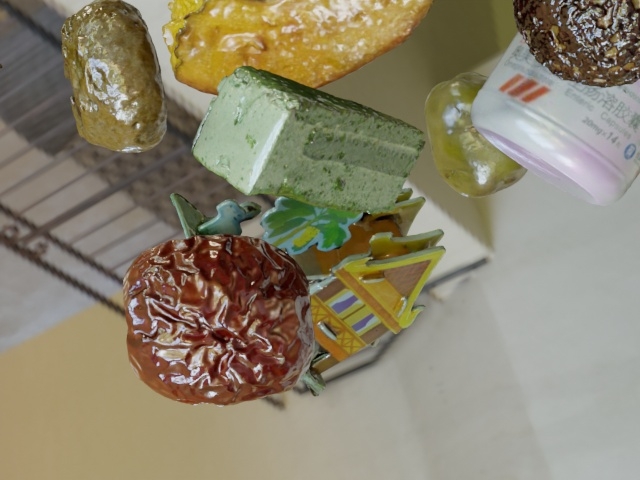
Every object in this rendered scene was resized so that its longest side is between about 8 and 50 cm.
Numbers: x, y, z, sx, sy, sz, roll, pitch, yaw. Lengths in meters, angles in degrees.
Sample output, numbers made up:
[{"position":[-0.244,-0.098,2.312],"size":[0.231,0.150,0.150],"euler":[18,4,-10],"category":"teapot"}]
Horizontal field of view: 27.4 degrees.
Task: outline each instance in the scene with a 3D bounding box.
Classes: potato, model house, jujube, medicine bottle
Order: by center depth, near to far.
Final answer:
[{"position":[-0.124,0.095,1.615],"size":[0.213,0.232,0.213],"euler":[178,90,-84],"category":"jujube"},{"position":[0.394,-0.240,1.858],"size":[0.256,0.325,0.256],"euler":[34,-178,-1],"category":"medicine bottle"},{"position":[0.000,0.000,1.919],"size":[0.357,0.313,0.242],"euler":[45,-167,-45],"category":"model house"},{"position":[0.252,-0.171,2.107],"size":[0.200,0.154,0.137],"euler":[70,168,-16],"category":"potato"}]

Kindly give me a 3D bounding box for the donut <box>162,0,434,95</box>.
[{"position":[-0.032,-0.384,1.664],"size":[0.435,0.378,0.163],"euler":[99,173,-48],"category":"donut"}]

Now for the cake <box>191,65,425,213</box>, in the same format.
[{"position":[0.015,-0.075,1.200],"size":[0.235,0.100,0.099],"euler":[16,-165,-35],"category":"cake"}]

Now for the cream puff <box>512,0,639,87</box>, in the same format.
[{"position":[0.345,-0.279,1.548],"size":[0.239,0.239,0.165],"euler":[-64,-40,-56],"category":"cream puff"}]

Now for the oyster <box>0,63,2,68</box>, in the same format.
[{"position":[-0.541,-0.259,1.821],"size":[0.259,0.198,0.092],"euler":[110,177,-81],"category":"oyster"}]

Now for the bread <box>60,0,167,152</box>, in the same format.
[{"position":[-0.296,-0.227,1.854],"size":[0.230,0.123,0.230],"euler":[163,90,-74],"category":"bread"}]
